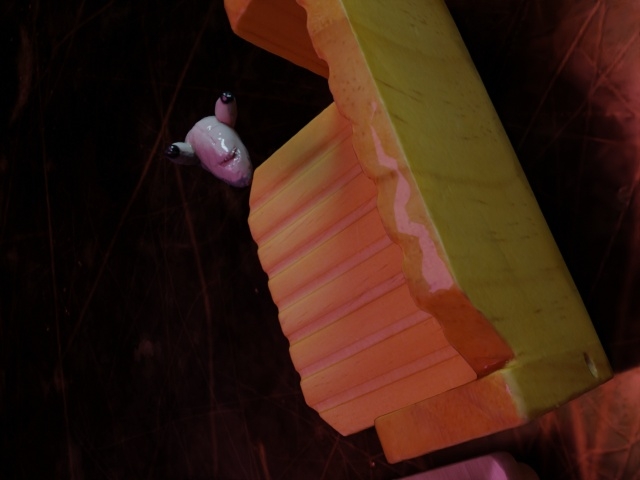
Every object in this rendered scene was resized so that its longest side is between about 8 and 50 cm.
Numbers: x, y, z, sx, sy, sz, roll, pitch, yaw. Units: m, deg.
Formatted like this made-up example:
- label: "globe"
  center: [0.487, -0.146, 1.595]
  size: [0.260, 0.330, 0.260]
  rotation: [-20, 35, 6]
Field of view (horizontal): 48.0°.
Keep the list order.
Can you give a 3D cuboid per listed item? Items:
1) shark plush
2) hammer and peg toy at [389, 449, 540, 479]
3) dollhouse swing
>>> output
- label: "shark plush"
  center: [-0.092, -0.069, 0.637]
  size: [0.067, 0.073, 0.161]
  rotation: [45, 166, -8]
- label: "hammer and peg toy"
  center: [0.105, 0.373, 0.569]
  size: [0.266, 0.127, 0.361]
  rotation: [-31, 70, 39]
- label: "dollhouse swing"
  center: [0.000, 0.000, 0.572]
  size: [0.305, 0.315, 0.346]
  rotation: [-28, 73, 28]
